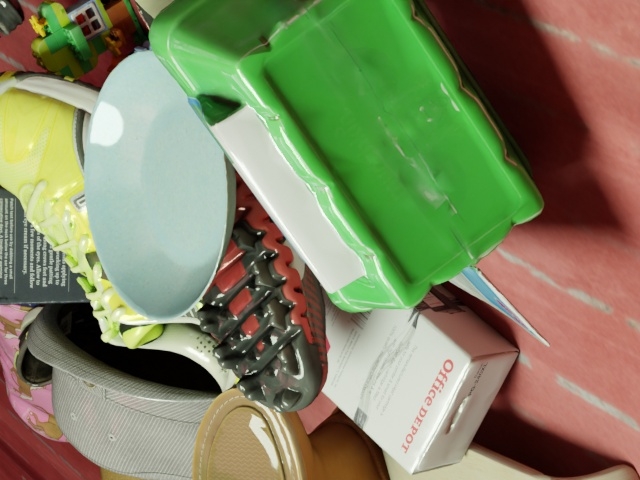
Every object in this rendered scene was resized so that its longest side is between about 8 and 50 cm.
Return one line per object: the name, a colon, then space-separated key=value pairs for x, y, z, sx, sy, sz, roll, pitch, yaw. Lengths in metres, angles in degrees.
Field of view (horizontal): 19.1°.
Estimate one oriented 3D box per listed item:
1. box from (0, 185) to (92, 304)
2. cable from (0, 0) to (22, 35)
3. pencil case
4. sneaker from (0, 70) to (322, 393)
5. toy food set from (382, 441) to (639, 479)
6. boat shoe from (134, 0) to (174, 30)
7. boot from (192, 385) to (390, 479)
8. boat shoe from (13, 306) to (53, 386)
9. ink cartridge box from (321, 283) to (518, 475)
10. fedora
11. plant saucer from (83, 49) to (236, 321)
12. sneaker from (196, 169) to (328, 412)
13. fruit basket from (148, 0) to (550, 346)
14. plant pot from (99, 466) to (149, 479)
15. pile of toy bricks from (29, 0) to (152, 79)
box: x=-0.230 y=-0.006 z=1.746 sx=0.153 sy=0.207 sz=0.108 roll=-162 pitch=71 yaw=-66
cable: x=-0.413 y=-0.297 z=1.933 sx=0.287 sy=0.072 sz=0.139 roll=51 pitch=165 yaw=9
pencil case: x=-0.302 y=0.090 z=2.184 sx=0.386 sy=0.160 sz=0.167 roll=95 pitch=164 yaw=-61
sneaker: x=-0.158 y=-0.002 z=1.582 sx=0.385 sy=0.147 sz=0.145 roll=33 pitch=153 yaw=3
toy food set: x=0.163 y=0.235 z=1.501 sx=0.306 sy=0.092 sz=0.219 roll=17 pitch=127 yaw=57
boat shoe: x=-0.115 y=-0.177 z=1.505 sx=0.133 sy=0.049 sz=0.042 roll=59 pitch=-172 yaw=-31
boot: x=0.008 y=0.181 z=1.577 sx=0.109 sy=0.220 sz=0.283 roll=5 pitch=127 yaw=33
boat shoe: x=-0.254 y=0.093 z=1.932 sx=0.081 sy=0.068 sz=0.228 roll=19 pitch=155 yaw=-18
ink cartridge box: x=0.061 y=0.087 z=1.427 sx=0.150 sy=0.063 sz=0.109 roll=41 pitch=118 yaw=33
fedora: x=-0.143 y=0.141 z=1.738 sx=0.275 sy=0.244 sz=0.124 roll=18 pitch=110 yaw=22
plant saucer: x=-0.107 y=-0.040 z=1.366 sx=0.195 sy=0.037 sz=0.195 roll=8 pitch=100 yaw=52
sneaker: x=-0.036 y=-0.002 z=1.423 sx=0.098 sy=0.135 sz=0.276 roll=-39 pitch=62 yaw=40
fruit basket: x=-0.010 y=-0.088 z=1.231 sx=0.327 sy=0.165 sz=0.353 roll=55 pitch=169 yaw=-21
plant pot: x=-0.135 y=0.220 z=1.954 sx=0.254 sy=0.237 sz=0.237 roll=67 pitch=161 yaw=5
pile of toy bricks: x=-0.203 y=-0.168 z=1.619 sx=0.118 sy=0.105 sz=0.212 roll=21 pitch=141 yaw=57
